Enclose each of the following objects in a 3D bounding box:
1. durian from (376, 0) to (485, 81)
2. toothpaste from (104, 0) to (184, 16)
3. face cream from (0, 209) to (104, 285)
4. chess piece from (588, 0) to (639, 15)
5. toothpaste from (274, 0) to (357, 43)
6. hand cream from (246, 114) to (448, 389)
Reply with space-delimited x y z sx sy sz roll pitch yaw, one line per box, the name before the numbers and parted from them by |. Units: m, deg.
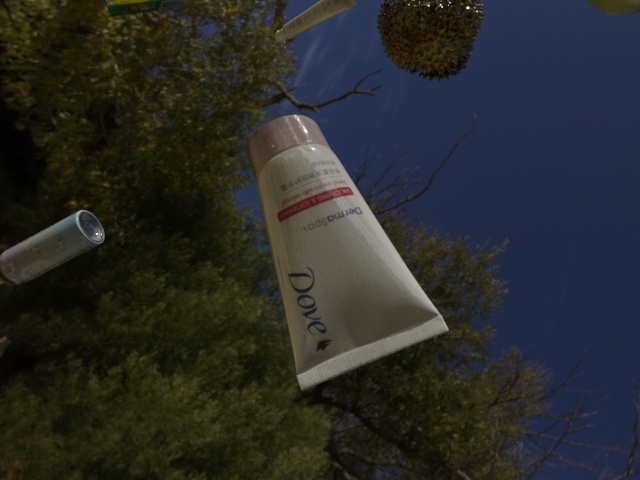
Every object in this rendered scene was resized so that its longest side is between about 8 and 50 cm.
durian | 0.272 -0.533 1.182 0.293 0.258 0.258 -107 -155 -51
toothpaste | -0.419 -0.575 1.116 0.043 0.178 0.037 65 -24 8
face cream | -0.536 0.023 0.907 0.229 0.075 0.075 -26 -96 9
chess piece | 0.352 -0.441 0.658 0.330 0.182 0.182 26 -47 -4
toothpaste | -0.014 -0.452 0.944 0.190 0.031 0.048 -15 -81 33
hand cream | 0.000 0.000 0.440 0.083 0.133 0.248 67 -1 -65
